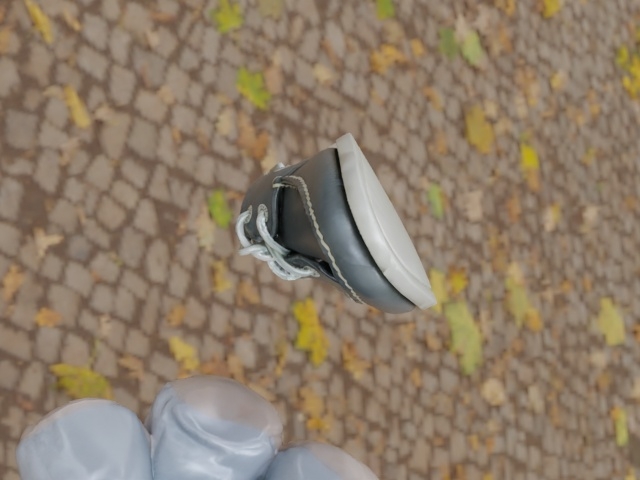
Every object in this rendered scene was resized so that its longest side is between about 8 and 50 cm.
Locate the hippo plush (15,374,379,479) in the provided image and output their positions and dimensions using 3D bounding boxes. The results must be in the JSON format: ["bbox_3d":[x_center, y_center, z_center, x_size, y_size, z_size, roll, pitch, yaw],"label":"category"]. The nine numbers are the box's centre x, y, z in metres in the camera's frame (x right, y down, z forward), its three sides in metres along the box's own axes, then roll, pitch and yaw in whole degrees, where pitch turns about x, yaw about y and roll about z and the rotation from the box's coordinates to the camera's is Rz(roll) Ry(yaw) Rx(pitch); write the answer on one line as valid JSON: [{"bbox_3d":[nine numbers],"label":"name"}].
[{"bbox_3d":[-0.078,0.253,0.831,0.234,0.236,0.294,5,47,-16],"label":"hippo plush"}]

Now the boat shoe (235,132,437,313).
[{"bbox_3d":[0.000,0.000,0.879,0.116,0.099,0.319,64,0,-8],"label":"boat shoe"}]
